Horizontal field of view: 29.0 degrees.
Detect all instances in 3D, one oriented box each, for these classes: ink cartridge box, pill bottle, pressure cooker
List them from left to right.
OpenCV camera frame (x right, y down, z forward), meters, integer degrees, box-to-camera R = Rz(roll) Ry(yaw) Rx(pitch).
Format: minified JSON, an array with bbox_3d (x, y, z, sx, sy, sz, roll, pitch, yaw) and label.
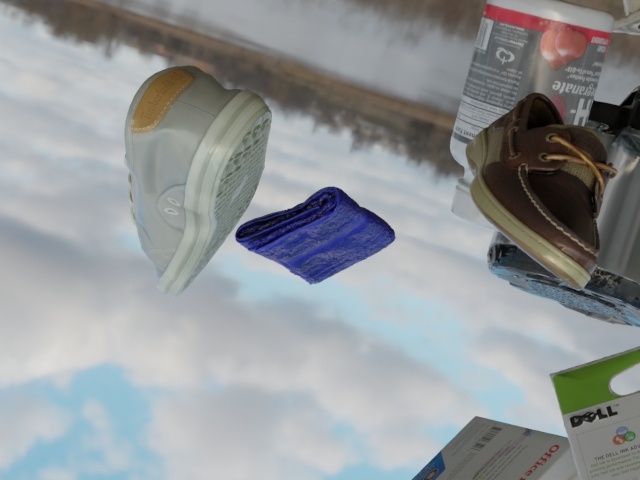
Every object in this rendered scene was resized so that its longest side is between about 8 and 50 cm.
[{"bbox_3d":[0.272,0.379,1.748,0.168,0.171,0.232,58,157,-17],"label":"ink cartridge box"},{"bbox_3d":[0.279,-0.176,1.701,0.176,0.319,0.176,12,-167,-3],"label":"pill bottle"},{"bbox_3d":[0.534,-0.082,2.287,0.375,0.421,0.369,26,170,-39],"label":"pressure cooker"},{"bbox_3d":[0.319,0.207,1.054,0.188,0.097,0.255,-19,-140,12],"label":"ink cartridge box"}]

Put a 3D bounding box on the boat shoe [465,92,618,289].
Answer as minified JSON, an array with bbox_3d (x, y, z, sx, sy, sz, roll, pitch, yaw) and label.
[{"bbox_3d":[0.233,-0.069,1.262,0.123,0.123,0.342,36,-162,-12],"label":"boat shoe"}]

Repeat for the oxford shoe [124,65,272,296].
[{"bbox_3d":[-0.147,-0.062,1.341,0.130,0.169,0.449,30,160,3],"label":"oxford shoe"}]

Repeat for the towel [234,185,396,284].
[{"bbox_3d":[0.000,0.000,2.405,0.227,0.076,0.308,-22,159,18],"label":"towel"}]

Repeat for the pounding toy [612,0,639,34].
[{"bbox_3d":[0.525,-0.413,1.925,0.154,0.155,0.269,-12,176,40],"label":"pounding toy"}]
